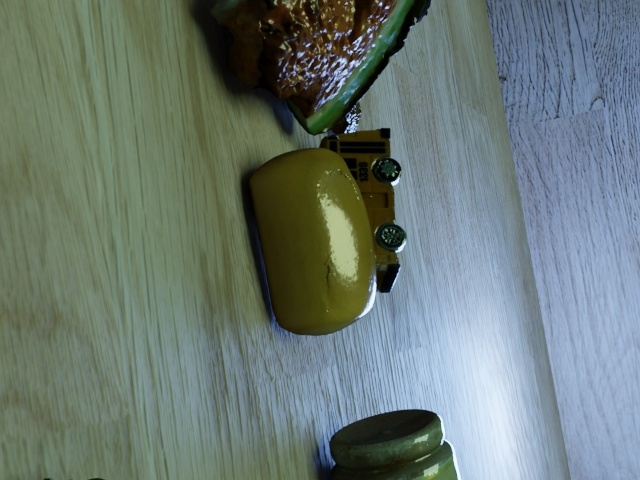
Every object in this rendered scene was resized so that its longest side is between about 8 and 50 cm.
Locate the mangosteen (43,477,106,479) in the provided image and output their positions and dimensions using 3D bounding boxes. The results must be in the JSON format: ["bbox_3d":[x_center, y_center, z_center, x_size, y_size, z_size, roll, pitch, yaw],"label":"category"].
[{"bbox_3d":[-0.153,0.224,0.771,0.140,0.140,0.140,-11,90,-69],"label":"mangosteen"}]

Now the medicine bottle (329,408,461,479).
[{"bbox_3d":[0.113,0.378,1.312,0.151,0.151,0.322,-28,106,-68],"label":"medicine bottle"}]

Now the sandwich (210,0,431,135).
[{"bbox_3d":[-0.030,-0.265,1.293,0.162,0.250,0.301,40,19,24],"label":"sandwich"}]

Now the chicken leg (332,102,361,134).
[{"bbox_3d":[0.013,-0.236,1.498,0.105,0.063,0.234,-48,126,-59],"label":"chicken leg"}]

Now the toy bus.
[{"bbox_3d":[0.046,-0.040,1.404,0.098,0.114,0.201,101,-12,-67],"label":"toy bus"}]

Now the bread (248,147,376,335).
[{"bbox_3d":[0.000,0.000,1.253,0.147,0.098,0.217,-17,93,-38],"label":"bread"}]
